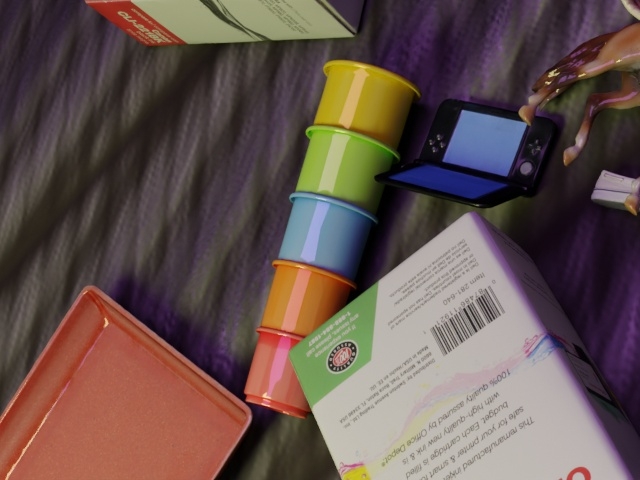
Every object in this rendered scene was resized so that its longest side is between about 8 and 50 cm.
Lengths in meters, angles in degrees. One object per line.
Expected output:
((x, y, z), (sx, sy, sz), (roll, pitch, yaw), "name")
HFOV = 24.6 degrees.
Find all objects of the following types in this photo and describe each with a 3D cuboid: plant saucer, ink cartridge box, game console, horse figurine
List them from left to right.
((-0.202, 0.210, 1.387), (0.259, 0.047, 0.258), (33, 90, 36), "plant saucer")
((-0.080, -0.310, 1.477), (0.272, 0.114, 0.197), (2, 72, 34), "ink cartridge box")
((0.127, -0.077, 1.279), (0.122, 0.071, 0.107), (17, 81, 35), "game console")
((0.123, 0.151, 1.147), (0.201, 0.117, 0.278), (-38, 50, 15), "ink cartridge box")
((0.279, -0.110, 1.191), (0.174, 0.066, 0.263), (-42, 46, -7), "horse figurine")

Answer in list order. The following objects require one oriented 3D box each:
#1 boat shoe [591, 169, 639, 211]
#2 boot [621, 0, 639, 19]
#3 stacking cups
((0.270, -0.041, 1.198), (0.100, 0.035, 0.035), (10, 80, 42), "boat shoe")
((0.312, -0.178, 1.164), (0.084, 0.059, 0.158), (-27, 46, -27), "boot")
((0.000, 0.000, 1.324), (0.096, 0.096, 0.316), (13, 82, 35), "stacking cups")
